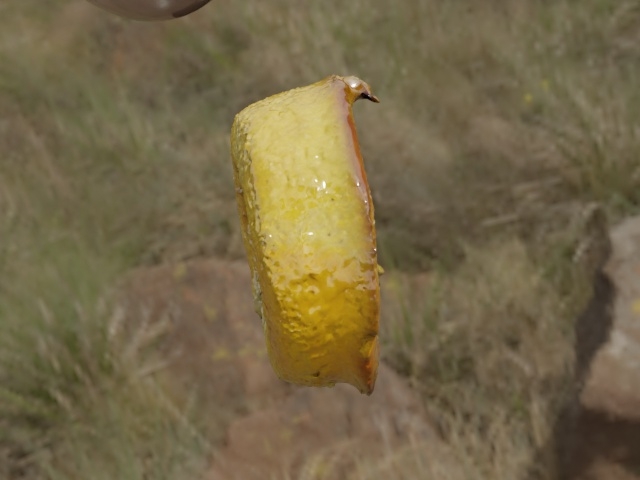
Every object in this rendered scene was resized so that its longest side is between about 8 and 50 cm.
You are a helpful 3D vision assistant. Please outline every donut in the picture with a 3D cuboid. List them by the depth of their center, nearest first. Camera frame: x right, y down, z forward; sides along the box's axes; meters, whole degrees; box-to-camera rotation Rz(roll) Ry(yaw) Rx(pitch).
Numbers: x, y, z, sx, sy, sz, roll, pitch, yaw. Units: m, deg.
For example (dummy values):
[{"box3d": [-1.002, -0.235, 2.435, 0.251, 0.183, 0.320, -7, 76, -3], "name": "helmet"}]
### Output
[{"box3d": [-0.001, -0.003, 1.345, 0.118, 0.253, 0.253, -11, 31, -7], "name": "donut"}]

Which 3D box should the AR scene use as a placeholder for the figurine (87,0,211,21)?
[{"box3d": [-0.096, -0.182, 0.953, 0.138, 0.125, 0.125, 24, 49, 36], "name": "figurine"}]
